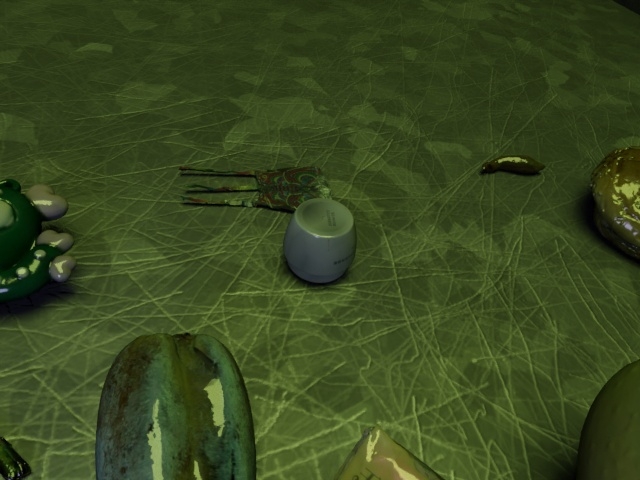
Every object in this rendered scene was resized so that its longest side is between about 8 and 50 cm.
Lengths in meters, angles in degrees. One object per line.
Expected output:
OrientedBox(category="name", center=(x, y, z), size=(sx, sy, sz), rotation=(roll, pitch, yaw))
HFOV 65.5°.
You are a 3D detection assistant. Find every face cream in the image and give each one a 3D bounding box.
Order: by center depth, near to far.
OrientedBox(category="face cream", center=(0.000, 0.000, 0.786), size=(0.117, 0.104, 0.117), rotation=(5, 43, -4))

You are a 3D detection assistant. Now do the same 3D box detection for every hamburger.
OrientedBox(category="hamburger", center=(0.665, -0.069, 0.960), size=(0.285, 0.134, 0.265), rotation=(31, 46, 23))

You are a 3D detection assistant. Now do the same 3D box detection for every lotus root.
OrientedBox(category="lotus root", center=(-0.143, 0.242, 0.500), size=(0.158, 0.140, 0.322), rotation=(13, 45, -33))

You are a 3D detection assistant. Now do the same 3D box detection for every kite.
OrientedBox(category="kite", center=(-0.121, -0.099, 0.932), size=(0.285, 0.015, 0.152), rotation=(2, 42, -12))

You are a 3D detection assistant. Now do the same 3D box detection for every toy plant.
OrientedBox(category="toy plant", center=(-0.472, 0.002, 0.693), size=(0.232, 0.113, 0.243), rotation=(-14, 55, -21))

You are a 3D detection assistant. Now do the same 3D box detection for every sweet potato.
OrientedBox(category="sweet potato", center=(0.416, -0.166, 1.081), size=(0.153, 0.038, 0.041), rotation=(-2, 23, -10))

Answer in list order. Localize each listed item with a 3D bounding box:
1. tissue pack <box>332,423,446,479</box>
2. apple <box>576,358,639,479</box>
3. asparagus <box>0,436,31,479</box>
OrientedBox(category="tissue pack", center=(0.095, 0.324, 0.431), size=(0.256, 0.123, 0.215), rotation=(30, 80, 22))
OrientedBox(category="apple", center=(0.411, 0.293, 0.438), size=(0.320, 0.312, 0.360), rotation=(-7, 45, 20))
OrientedBox(category="asparagus", center=(-0.410, 0.193, 0.576), size=(0.233, 0.023, 0.022), rotation=(34, 4, 22))
